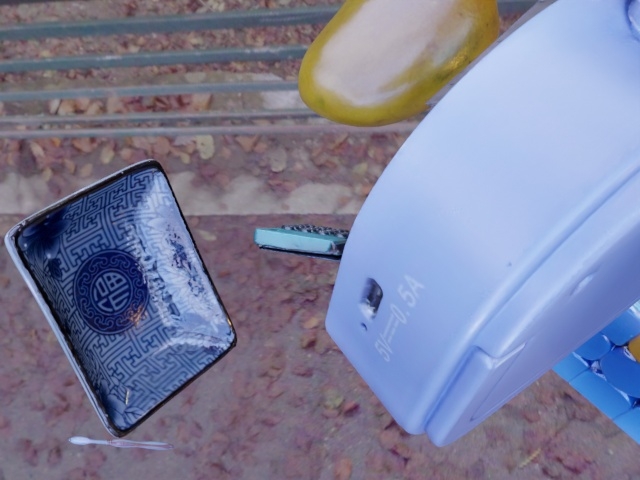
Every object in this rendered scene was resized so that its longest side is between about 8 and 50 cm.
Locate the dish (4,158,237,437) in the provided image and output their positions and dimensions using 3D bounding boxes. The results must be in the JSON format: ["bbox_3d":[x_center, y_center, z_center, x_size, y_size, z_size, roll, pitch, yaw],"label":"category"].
[{"bbox_3d":[-0.213,0.057,0.728,0.080,0.182,0.243,-1,117,45],"label":"dish"}]

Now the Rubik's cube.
[{"bbox_3d":[0.589,0.137,1.155,0.290,0.292,0.291,41,62,16],"label":"Rubik's cube"}]

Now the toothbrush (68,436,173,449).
[{"bbox_3d":[-0.343,0.354,1.190,0.019,0.193,0.013,-19,62,48],"label":"toothbrush"}]

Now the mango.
[{"bbox_3d":[0.156,-0.397,1.373,0.445,0.232,0.300,-35,73,-6],"label":"mango"}]

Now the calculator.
[{"bbox_3d":[0.000,0.000,1.682,0.248,0.274,0.058,10,97,27],"label":"calculator"}]

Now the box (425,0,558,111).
[{"bbox_3d":[0.331,-0.173,0.889,0.297,0.190,0.225,-44,35,-25],"label":"box"}]

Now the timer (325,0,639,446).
[{"bbox_3d":[0.187,-0.041,0.533,0.395,0.395,0.173,-44,63,8],"label":"timer"}]
